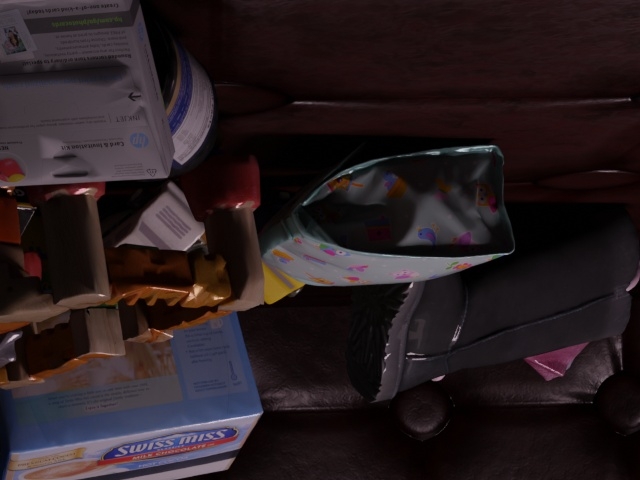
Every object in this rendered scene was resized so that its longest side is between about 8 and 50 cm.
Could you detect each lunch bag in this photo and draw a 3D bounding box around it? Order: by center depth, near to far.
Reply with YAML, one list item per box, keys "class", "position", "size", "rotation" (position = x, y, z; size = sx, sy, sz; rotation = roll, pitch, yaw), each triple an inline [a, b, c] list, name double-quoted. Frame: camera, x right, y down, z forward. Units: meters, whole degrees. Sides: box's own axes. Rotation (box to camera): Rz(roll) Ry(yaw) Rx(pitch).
- class: "lunch bag"
  position: [0.064, -0.027, 1.845]
  size: [0.262, 0.160, 0.223]
  rotation: [-5, 174, -15]

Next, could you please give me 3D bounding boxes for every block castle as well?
- class: "block castle"
  position: [-0.306, 0.013, 1.655]
  size: [0.453, 0.212, 0.303]
  rotation: [-21, 164, 39]

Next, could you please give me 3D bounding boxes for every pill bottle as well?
- class: "pill bottle"
  position: [-0.152, -0.115, 1.273]
  size: [0.123, 0.122, 0.219]
  rotation: [-3, 172, 8]

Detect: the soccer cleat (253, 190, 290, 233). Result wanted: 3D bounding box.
- class: "soccer cleat"
  position: [-0.001, 0.000, 2.153]
  size: [0.289, 0.121, 0.093]
  rotation: [3, 171, -34]

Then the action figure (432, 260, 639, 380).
- class: "action figure"
  position: [0.293, 0.079, 2.441]
  size: [0.370, 0.248, 0.276]
  rotation: [23, 135, -33]

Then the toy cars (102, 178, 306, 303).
- class: "toy cars"
  position: [-0.132, 0.014, 2.000]
  size: [0.394, 0.176, 0.087]
  rotation: [-1, -154, -3]

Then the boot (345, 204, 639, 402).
- class: "boot"
  position: [0.267, 0.031, 2.198]
  size: [0.445, 0.146, 0.367]
  rotation: [-11, 136, -24]

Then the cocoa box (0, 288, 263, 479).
- class: "cocoa box"
  position: [-0.286, 0.200, 2.129]
  size: [0.347, 0.231, 0.228]
  rotation: [-7, 155, -21]

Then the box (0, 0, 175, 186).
- class: "box"
  position: [-0.191, -0.123, 1.097]
  size: [0.145, 0.038, 0.186]
  rotation: [-3, 128, 10]

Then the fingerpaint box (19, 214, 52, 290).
- class: "fingerpaint box"
  position: [-0.617, 0.043, 2.197]
  size: [0.371, 0.163, 0.445]
  rotation: [-9, 169, 44]

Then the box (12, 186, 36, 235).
- class: "box"
  position: [-0.524, 0.041, 1.876]
  size: [0.257, 0.079, 0.322]
  rotation: [7, 130, -39]

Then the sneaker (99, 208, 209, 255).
- class: "sneaker"
  position: [-0.181, -0.011, 2.210]
  size: [0.296, 0.111, 0.131]
  rotation: [7, -174, -36]
